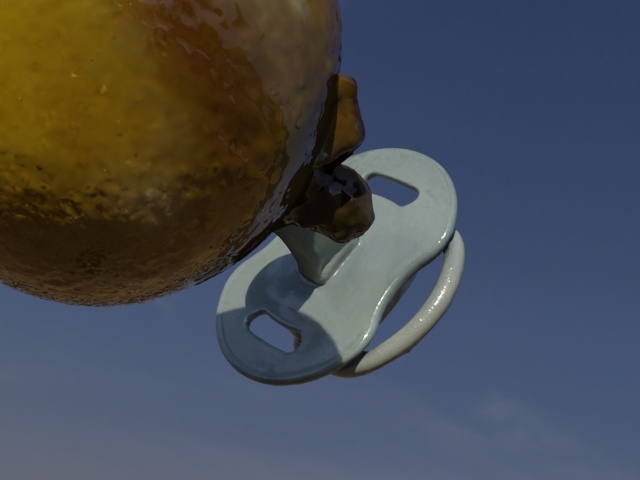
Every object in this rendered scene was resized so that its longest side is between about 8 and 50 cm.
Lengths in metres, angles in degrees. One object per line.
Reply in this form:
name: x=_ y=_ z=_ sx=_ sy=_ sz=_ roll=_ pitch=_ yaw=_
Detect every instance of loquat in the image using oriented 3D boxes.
loquat: x=-0.115 y=-0.102 z=0.756 sx=0.359 sy=0.328 sz=0.328 roll=30 pitch=-30 yaw=-16

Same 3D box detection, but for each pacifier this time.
pacifier: x=0.000 y=0.000 z=1.058 sx=0.238 sy=0.287 sz=0.226 roll=29 pitch=-15 yaw=48
